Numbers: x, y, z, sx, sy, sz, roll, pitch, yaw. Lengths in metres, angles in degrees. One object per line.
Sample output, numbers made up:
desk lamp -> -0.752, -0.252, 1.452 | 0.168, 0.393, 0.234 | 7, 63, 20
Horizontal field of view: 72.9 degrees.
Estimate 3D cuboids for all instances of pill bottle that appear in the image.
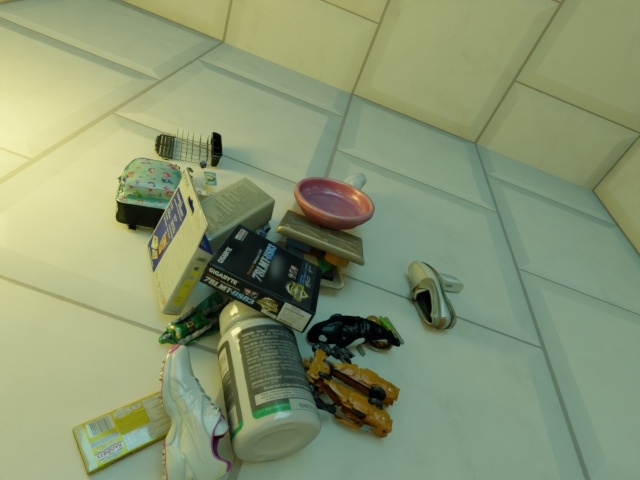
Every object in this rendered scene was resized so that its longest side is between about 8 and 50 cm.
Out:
pill bottle -> -0.142, 0.323, 1.071 | 0.204, 0.204, 0.361 | 3, 41, -25

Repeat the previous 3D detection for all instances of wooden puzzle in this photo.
wooden puzzle -> -0.042, 0.079, 1.535 | 0.239, 0.044, 0.221 | 12, 28, -17
wooden puzzle -> 0.000, 0.000, 1.609 | 0.322, 0.080, 0.348 | 22, 13, -3

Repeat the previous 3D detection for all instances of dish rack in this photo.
dish rack -> -0.565, -0.407, 1.862 | 0.272, 0.074, 0.208 | 7, 39, -21

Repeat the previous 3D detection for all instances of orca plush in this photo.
orca plush -> 0.110, 0.278, 1.323 | 0.287, 0.102, 0.151 | 15, 47, -4

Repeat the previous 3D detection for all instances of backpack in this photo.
backpack -> -0.573, -0.170, 1.480 | 0.225, 0.191, 0.253 | 8, 34, -19

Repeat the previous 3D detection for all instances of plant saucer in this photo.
plant saucer -> 0.050, -0.145, 1.747 | 0.332, 0.084, 0.332 | 13, 32, -8

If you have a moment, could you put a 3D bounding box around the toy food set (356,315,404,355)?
toy food set -> 0.184, 0.301, 1.415 | 0.192, 0.038, 0.132 | -7, 46, -35

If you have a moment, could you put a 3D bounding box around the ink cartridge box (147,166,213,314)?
ink cartridge box -> -0.391, -0.003, 1.236 | 0.072, 0.307, 0.303 | 19, 27, -39

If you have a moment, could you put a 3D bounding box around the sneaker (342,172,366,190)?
sneaker -> 0.155, -0.197, 1.978 | 0.169, 0.108, 0.293 | 40, 49, 19

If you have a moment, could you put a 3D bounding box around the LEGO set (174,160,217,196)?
LEGO set -> -0.499, -0.219, 1.701 | 0.183, 0.060, 0.244 | 4, 52, -25

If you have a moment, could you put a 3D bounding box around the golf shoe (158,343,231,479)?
golf shoe -> -0.270, 0.374, 0.946 | 0.140, 0.115, 0.306 | -11, 68, -4

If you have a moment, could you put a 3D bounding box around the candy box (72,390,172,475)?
candy box -> -0.418, 0.414, 0.955 | 0.206, 0.027, 0.105 | -13, 55, -40

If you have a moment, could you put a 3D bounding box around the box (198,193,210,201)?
box -> -0.361, -0.091, 1.607 | 0.201, 0.021, 0.164 | 11, 45, -17

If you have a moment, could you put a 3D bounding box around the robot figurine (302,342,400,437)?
robot figurine -> 0.066, 0.406, 1.183 | 0.291, 0.085, 0.211 | 27, 36, 4

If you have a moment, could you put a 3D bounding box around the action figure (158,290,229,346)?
action figure -> -0.341, 0.230, 1.205 | 0.232, 0.063, 0.137 | -26, 61, -42

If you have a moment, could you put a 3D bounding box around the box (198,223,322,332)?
box -> -0.144, 0.092, 1.187 | 0.293, 0.073, 0.295 | 30, 19, -6

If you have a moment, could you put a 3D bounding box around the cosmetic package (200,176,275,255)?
cosmetic package -> -0.323, -0.082, 1.511 | 0.160, 0.113, 0.309 | 39, 50, 17

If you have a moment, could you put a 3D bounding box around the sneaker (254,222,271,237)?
sneaker -> -0.216, -0.055, 1.641 | 0.058, 0.052, 0.135 | 22, 45, -13

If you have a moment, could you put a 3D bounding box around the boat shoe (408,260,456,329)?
boat shoe -> 0.392, 0.190, 1.607 | 0.103, 0.113, 0.302 | 8, 40, -29

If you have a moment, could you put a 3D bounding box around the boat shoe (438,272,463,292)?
boat shoe -> 0.489, 0.158, 1.745 | 0.184, 0.066, 0.063 | 9, 25, -16
